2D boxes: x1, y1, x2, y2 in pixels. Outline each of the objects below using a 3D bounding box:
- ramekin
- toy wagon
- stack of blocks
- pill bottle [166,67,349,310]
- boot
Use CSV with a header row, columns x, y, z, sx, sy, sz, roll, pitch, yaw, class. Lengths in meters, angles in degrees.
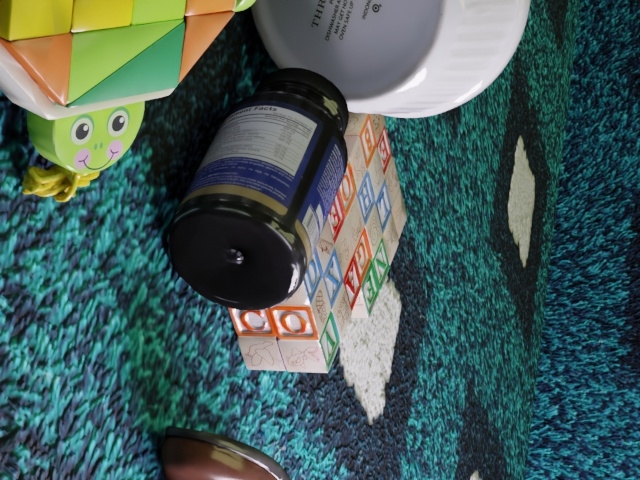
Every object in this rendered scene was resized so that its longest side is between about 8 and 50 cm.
x,y,z,sx,sy,sz,roll,pitch,yaw,class
0.053,-0.243,1.249,0.127,0.272,0.273,-26,114,-56,ramekin
-0.135,-0.180,0.845,0.267,0.068,0.344,-19,126,-48,toy wagon
0.000,0.000,1.332,0.297,0.087,0.171,-66,149,-48,stack of blocks
-0.045,-0.053,1.161,0.219,0.122,0.123,-68,150,-45,pill bottle
-0.110,0.321,1.083,0.264,0.096,0.280,76,31,-51,boot
